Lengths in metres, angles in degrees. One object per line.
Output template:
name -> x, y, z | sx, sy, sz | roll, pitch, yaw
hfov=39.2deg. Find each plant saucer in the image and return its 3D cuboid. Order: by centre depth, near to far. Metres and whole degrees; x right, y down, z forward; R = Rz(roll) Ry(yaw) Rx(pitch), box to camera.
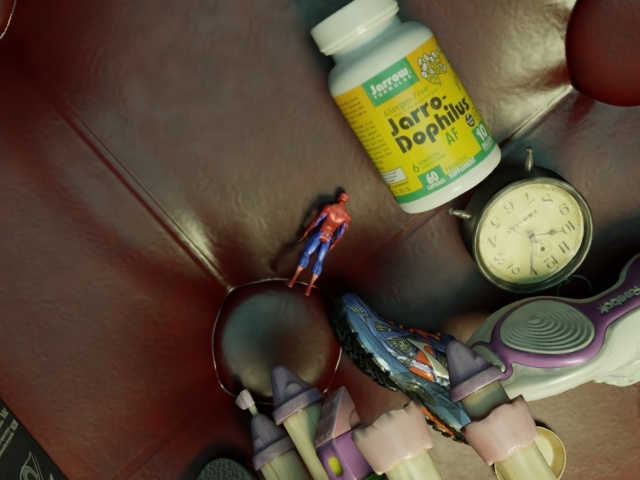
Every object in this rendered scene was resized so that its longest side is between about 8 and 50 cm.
plant saucer -> 0.237, 0.249, 1.025 | 0.083, 0.015, 0.083 | -1, 99, -6

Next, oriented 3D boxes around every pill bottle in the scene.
pill bottle -> 0.080, -0.142, 0.889 | 0.118, 0.117, 0.208 | -32, 101, 0

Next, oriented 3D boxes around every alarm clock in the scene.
alarm clock -> 0.228, 0.000, 0.955 | 0.129, 0.064, 0.192 | -38, 109, 8

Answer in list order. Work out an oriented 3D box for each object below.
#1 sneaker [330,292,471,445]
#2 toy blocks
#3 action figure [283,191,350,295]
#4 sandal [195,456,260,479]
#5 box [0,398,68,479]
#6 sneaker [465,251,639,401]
sneaker -> 0.103, 0.127, 0.965 | 0.221, 0.083, 0.087 | 41, 72, -10
toy blocks -> 0.012, 0.226, 0.828 | 0.309, 0.288, 0.260 | -20, 74, -35
action figure -> 0.000, 0.000, 0.949 | 0.038, 0.030, 0.115 | 29, 90, -16
sandal -> -0.143, 0.354, 0.969 | 0.097, 0.054, 0.254 | 37, 89, 30
box -> -0.337, 0.260, 0.892 | 0.108, 0.153, 0.207 | -34, 101, 0
sneaker -> 0.289, 0.118, 0.942 | 0.305, 0.114, 0.152 | -20, 131, -9
